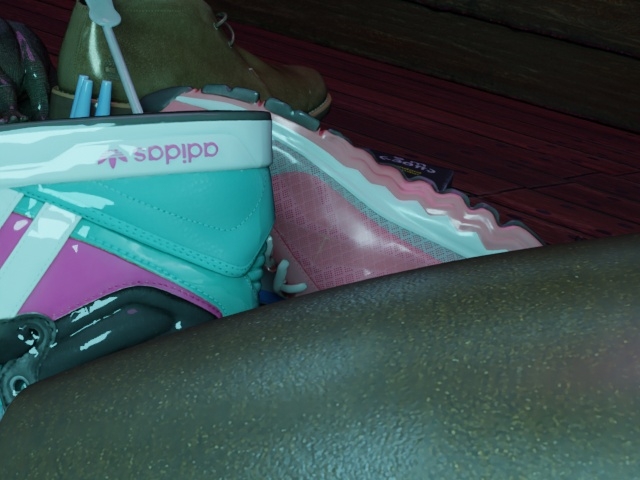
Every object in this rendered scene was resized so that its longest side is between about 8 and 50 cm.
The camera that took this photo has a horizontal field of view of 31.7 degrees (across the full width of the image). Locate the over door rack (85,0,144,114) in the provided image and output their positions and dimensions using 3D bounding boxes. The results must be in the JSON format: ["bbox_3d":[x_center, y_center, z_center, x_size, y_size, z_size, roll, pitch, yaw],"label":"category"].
[{"bbox_3d":[-0.209,-0.052,0.673,0.239,0.108,0.324,-1,60,-30],"label":"over door rack"}]

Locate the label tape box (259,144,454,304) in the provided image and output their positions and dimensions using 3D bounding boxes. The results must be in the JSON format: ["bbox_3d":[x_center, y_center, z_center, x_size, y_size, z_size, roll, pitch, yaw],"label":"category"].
[{"bbox_3d":[-0.012,-0.037,1.013,0.240,0.106,0.334,15,15,9],"label":"label tape box"}]

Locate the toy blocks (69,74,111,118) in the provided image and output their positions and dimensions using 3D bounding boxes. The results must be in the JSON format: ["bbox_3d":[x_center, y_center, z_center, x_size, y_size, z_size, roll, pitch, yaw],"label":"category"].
[{"bbox_3d":[-0.148,-0.039,0.829,0.123,0.148,0.054,16,16,15],"label":"toy blocks"}]

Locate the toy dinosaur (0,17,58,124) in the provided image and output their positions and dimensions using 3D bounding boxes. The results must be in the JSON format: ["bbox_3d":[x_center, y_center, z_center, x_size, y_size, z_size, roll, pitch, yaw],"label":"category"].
[{"bbox_3d":[-0.322,-0.169,1.129,0.121,0.160,0.313,-25,-10,37],"label":"toy dinosaur"}]

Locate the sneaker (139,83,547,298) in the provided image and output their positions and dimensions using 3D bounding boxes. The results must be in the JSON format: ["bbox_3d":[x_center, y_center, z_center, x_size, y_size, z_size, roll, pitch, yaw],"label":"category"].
[{"bbox_3d":[0.000,0.000,0.765,0.313,0.136,0.116,26,-5,3],"label":"sneaker"}]

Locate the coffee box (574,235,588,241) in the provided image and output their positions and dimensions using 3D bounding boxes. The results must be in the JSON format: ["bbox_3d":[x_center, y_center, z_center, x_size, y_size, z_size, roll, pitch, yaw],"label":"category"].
[{"bbox_3d":[0.283,0.104,0.707,0.297,0.119,0.168,17,16,13],"label":"coffee box"}]

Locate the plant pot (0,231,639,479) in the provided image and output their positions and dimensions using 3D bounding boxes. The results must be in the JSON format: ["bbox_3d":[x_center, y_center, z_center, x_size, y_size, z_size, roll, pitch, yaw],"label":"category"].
[{"bbox_3d":[0.009,0.104,0.389,0.230,0.215,0.215,-1,14,6],"label":"plant pot"}]

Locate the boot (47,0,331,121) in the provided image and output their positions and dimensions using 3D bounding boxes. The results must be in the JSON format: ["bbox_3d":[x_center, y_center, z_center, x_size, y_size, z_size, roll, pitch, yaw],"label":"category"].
[{"bbox_3d":[-0.090,-0.154,0.966,0.112,0.115,0.305,18,16,36],"label":"boot"}]

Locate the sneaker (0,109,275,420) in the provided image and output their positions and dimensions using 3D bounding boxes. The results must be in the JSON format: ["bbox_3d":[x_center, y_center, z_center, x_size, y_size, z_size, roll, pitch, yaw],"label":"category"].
[{"bbox_3d":[-0.161,0.039,0.504,0.295,0.178,0.124,-6,8,-7],"label":"sneaker"}]
